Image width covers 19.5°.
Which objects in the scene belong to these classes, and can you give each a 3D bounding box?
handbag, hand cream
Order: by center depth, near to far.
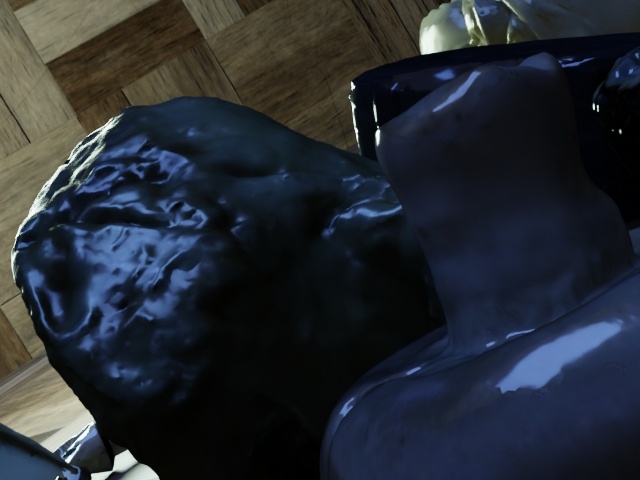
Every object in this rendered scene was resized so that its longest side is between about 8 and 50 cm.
[{"bbox_3d":[0.151,-0.043,1.266,0.254,0.181,0.181,0,12,42],"label":"handbag"},{"bbox_3d":[-0.281,0.246,1.766,0.257,0.050,0.084,-34,9,-2],"label":"hand cream"}]

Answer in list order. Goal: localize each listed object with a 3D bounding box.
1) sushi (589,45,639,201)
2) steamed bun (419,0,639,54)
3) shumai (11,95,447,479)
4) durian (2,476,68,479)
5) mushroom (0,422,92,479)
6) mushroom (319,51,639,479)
[{"bbox_3d":[0.311,-0.092,1.058,0.350,0.170,0.211,-36,10,-38],"label":"sushi"},{"bbox_3d":[0.253,-0.165,1.824,0.289,0.203,0.276,-12,5,26],"label":"steamed bun"},{"bbox_3d":[0.000,0.000,1.141,0.288,0.292,0.330,-42,40,13],"label":"shumai"},{"bbox_3d":[-0.176,0.237,1.011,0.306,0.166,0.172,-27,-25,-18],"label":"durian"},{"bbox_3d":[-0.366,0.225,1.487,0.217,0.292,0.212,-59,5,-34],"label":"mushroom"},{"bbox_3d":[0.095,0.037,0.808,0.243,0.243,0.243,-31,6,4],"label":"mushroom"}]
